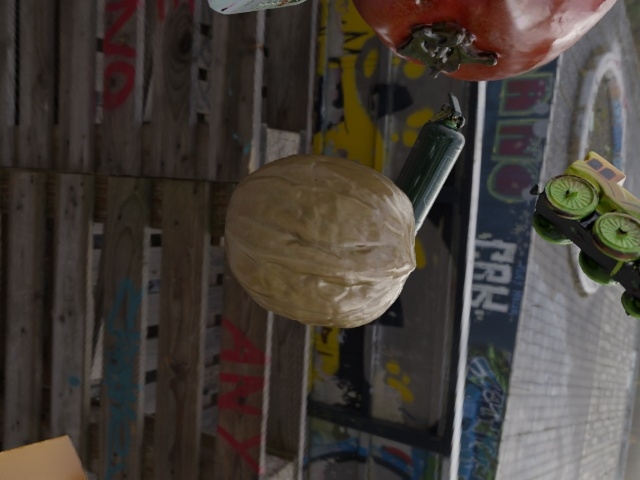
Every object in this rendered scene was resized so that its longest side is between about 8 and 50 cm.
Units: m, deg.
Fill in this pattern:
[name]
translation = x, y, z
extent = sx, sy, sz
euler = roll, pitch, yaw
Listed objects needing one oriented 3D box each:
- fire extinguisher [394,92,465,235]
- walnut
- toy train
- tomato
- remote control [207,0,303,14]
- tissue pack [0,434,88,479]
[fire extinguisher]
translation = 0.221, -0.154, 1.310
extent = 0.095, 0.114, 0.311
euler = 19, 110, -20
[walnut]
translation = 0.000, 0.000, 0.806
extent = 0.225, 0.261, 0.225
euler = -49, 148, -46
[toy train]
translation = 0.463, -0.005, 0.953
extent = 0.160, 0.296, 0.100
euler = -29, 151, -22
[tomato]
translation = 0.209, -0.355, 0.794
extent = 0.293, 0.325, 0.290
euler = 28, 81, -23
[remote control]
translation = -0.040, -0.250, 0.608
extent = 0.166, 0.065, 0.029
euler = -40, 109, -55
[tissue pack]
translation = -0.361, 0.404, 0.742
extent = 0.194, 0.274, 0.145
euler = -4, 137, -44
